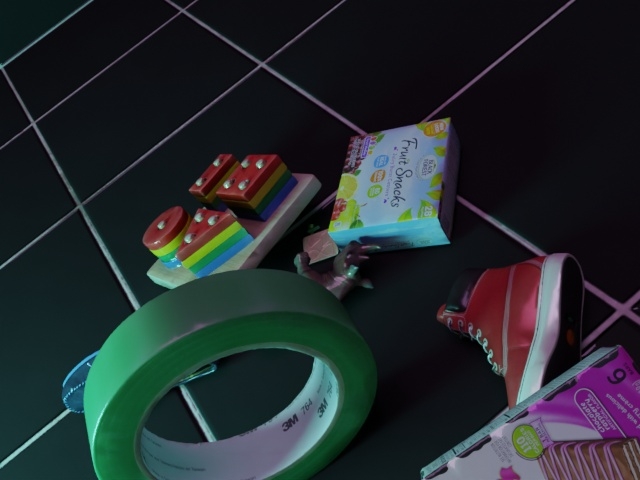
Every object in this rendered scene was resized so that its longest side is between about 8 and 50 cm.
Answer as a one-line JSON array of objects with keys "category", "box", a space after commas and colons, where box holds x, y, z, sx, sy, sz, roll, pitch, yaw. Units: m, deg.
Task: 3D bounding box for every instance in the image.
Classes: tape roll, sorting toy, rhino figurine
[{"category": "tape roll", "box": [-0.096, 0.180, 0.813, 0.321, 0.321, 0.077, -34, 42, 0]}, {"category": "sorting toy", "box": [-0.168, -0.036, 1.183, 0.257, 0.089, 0.255, 10, 57, 53]}, {"category": "rhino figurine", "box": [-0.015, 0.073, 1.043, 0.243, 0.073, 0.106, -31, 36, 7]}, {"category": "sorting toy", "box": [0.000, 0.000, 1.147, 0.062, 0.012, 0.083, -23, 47, 19]}]

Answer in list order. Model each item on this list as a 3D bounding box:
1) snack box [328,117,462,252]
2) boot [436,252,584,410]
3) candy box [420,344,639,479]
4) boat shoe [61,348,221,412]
[{"category": "snack box", "box": [0.119, -0.083, 1.108, 0.175, 0.070, 0.207, -7, 50, 27]}, {"category": "boot", "box": [0.210, 0.137, 0.854, 0.176, 0.088, 0.244, -12, 52, 41]}, {"category": "candy box", "box": [0.236, 0.230, 0.695, 0.233, 0.071, 0.159, -35, 77, 0]}, {"category": "boat shoe", "box": [-0.270, 0.197, 1.065, 0.258, 0.109, 0.089, -28, 46, 9]}]
